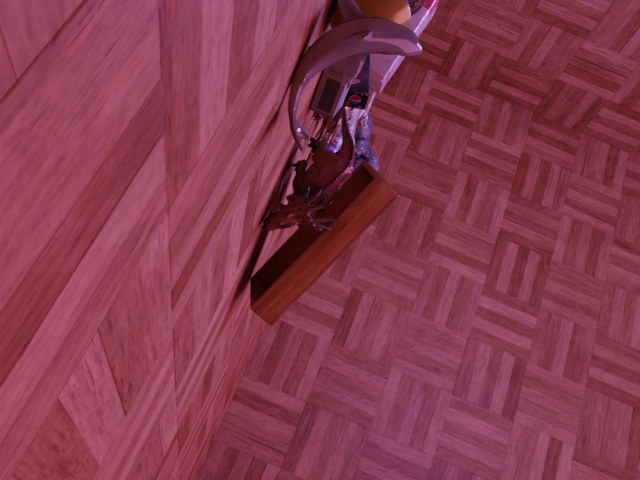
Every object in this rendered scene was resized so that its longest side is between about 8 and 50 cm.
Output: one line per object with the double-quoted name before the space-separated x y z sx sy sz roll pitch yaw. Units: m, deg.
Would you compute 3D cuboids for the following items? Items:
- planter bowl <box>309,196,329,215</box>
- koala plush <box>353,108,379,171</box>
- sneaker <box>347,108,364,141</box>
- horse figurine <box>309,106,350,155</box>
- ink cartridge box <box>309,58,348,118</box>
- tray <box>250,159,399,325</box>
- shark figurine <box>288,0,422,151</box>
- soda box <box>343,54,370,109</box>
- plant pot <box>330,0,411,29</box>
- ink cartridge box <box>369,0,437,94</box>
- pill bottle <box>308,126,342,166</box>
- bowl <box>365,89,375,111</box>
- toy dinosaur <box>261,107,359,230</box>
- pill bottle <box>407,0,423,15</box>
"planter bowl" -0.012 -0.100 2.062 0.109 0.162 0.162 -3 -119 62
"koala plush" 0.116 -0.343 2.316 0.196 0.203 0.221 -59 161 -83
"sneaker" 0.071 -0.366 2.067 0.121 0.099 0.262 94 11 -63
"horse figurine" 0.025 -0.294 1.687 0.263 0.066 0.174 108 7 -81
"ink cartridge box" 0.069 -0.420 1.472 0.239 0.060 0.275 -62 175 -63
"tray" 0.000 0.000 1.602 0.411 0.076 0.203 -47 -164 8
"shark figurine" 0.029 -0.277 1.050 0.278 0.166 0.116 -41 -157 -8
"soda box" 0.083 -0.388 1.610 0.053 0.060 0.169 111 -15 -54
"plant pot" 0.073 -0.382 1.171 0.095 0.134 0.134 -40 169 -19
"ink cartridge box" 0.199 -0.566 1.890 0.283 0.117 0.207 -55 179 2
"pill bottle" 0.023 -0.257 1.914 0.078 0.078 0.137 110 3 -67
"bowl" 0.149 -0.519 2.488 0.170 0.080 0.170 22 90 -89
"toy dinosaur" 0.007 -0.130 1.477 0.295 0.127 0.200 -54 -166 15
"pill bottle" 0.192 -0.609 1.597 0.245 0.130 0.130 -47 160 -84
